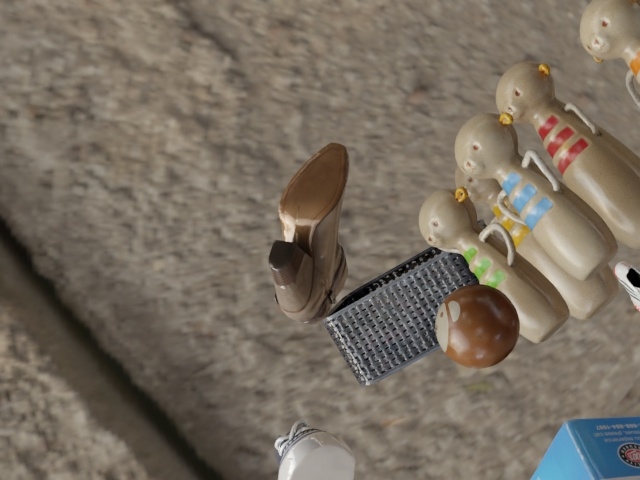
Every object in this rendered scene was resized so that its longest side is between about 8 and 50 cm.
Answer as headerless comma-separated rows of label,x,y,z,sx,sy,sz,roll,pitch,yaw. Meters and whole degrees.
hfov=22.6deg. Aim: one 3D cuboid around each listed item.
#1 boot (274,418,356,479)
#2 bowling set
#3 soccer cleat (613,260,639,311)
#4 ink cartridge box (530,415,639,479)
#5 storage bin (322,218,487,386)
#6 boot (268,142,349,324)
boot,-0.014,0.183,1.327,0.069,0.190,0.086,-32,61,-9
bowling set,0.126,-0.027,1.046,0.200,0.287,0.154,-32,72,-31
soccer cleat,0.358,0.056,1.782,0.029,0.035,0.083,-42,105,-10
ink cartridge box,0.344,0.309,1.411,0.307,0.223,0.129,-113,34,-41
storage bin,0.105,0.064,1.637,0.180,0.122,0.084,-29,93,19
boot,0.000,0.000,1.144,0.042,0.087,0.118,20,73,30
